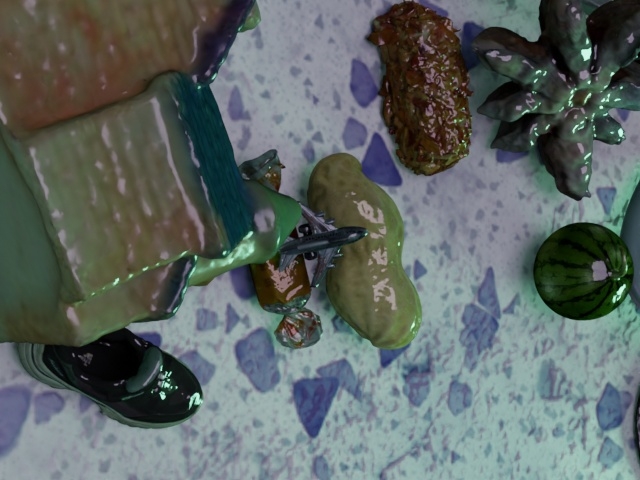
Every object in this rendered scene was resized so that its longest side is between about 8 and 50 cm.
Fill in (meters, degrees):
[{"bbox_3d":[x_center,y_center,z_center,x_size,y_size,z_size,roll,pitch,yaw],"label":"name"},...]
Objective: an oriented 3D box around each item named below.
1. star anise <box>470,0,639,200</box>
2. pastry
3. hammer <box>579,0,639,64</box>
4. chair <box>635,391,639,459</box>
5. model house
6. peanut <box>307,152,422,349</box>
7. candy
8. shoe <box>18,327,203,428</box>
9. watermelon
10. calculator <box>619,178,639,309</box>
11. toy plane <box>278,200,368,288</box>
[{"bbox_3d":[0.243,-0.148,1.494,0.229,0.093,0.236,-5,123,-15],"label":"star anise"},{"bbox_3d":[0.104,-0.146,1.461,0.087,0.063,0.169,-15,96,-28],"label":"pastry"},{"bbox_3d":[0.193,-0.260,1.488,0.427,0.152,0.044,18,57,-22],"label":"hammer"},{"bbox_3d":[0.519,0.189,1.497,0.227,0.401,0.226,2,87,-29],"label":"chair"},{"bbox_3d":[-0.165,-0.101,1.212,0.280,0.245,0.312,-26,102,-37],"label":"model house"},{"bbox_3d":[0.039,0.011,1.410,0.082,0.082,0.187,-16,96,-30],"label":"peanut"},{"bbox_3d":[-0.041,0.010,1.380,0.053,0.046,0.182,-16,101,-23],"label":"candy"},{"bbox_3d":[-0.158,0.107,1.275,0.169,0.099,0.071,27,72,-27],"label":"shoe"},{"bbox_3d":[0.262,0.032,1.522,0.109,0.109,0.109,1,87,-30],"label":"watermelon"},{"bbox_3d":[0.415,-0.023,1.606,0.185,0.041,0.299,34,62,4],"label":"calculator"},{"bbox_3d":[0.000,0.000,1.352,0.083,0.031,0.078,-14,103,-6],"label":"toy plane"}]
